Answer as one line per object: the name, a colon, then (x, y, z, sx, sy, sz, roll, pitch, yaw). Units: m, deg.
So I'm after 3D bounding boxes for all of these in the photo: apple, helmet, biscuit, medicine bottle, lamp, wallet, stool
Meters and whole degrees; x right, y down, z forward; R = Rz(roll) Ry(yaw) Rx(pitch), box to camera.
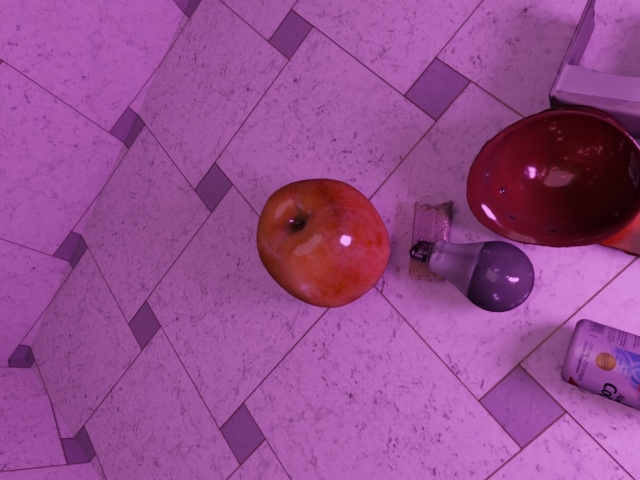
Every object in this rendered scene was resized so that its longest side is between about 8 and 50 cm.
apple: (0.000, 0.000, 1.354, 0.391, 0.346, 0.392, -9, 72, 29)
helmet: (0.574, -0.177, 1.099, 0.338, 0.230, 0.384, 52, 142, -8)
biscuit: (0.323, 0.002, 1.325, 0.108, 0.061, 0.239, 4, 85, 29)
medicine bottle: (0.701, 0.291, 0.996, 0.288, 0.157, 0.157, 18, 91, 32)
lamp: (0.403, 0.054, 1.194, 0.313, 0.182, 0.182, 39, 102, 26)
wallet: (0.768, -0.065, 1.079, 0.142, 0.045, 0.205, 20, 93, 29)
stool: (0.725, -0.411, 1.088, 0.243, 0.170, 0.270, 24, 94, 31)
